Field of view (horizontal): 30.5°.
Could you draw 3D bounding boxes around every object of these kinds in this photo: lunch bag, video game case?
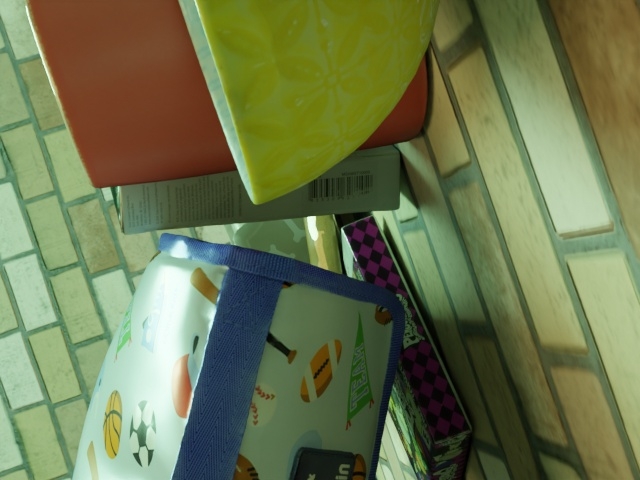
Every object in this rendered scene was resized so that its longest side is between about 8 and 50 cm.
[{"bbox_3d":[-0.075,0.169,0.933,0.385,0.239,0.328,125,159,-85],"label":"lunch bag"},{"bbox_3d":[0.081,0.122,1.147,0.210,0.042,0.232,83,166,-63],"label":"video game case"}]

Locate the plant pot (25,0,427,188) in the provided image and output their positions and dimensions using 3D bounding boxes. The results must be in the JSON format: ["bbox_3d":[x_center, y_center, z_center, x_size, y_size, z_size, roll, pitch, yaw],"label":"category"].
[{"bbox_3d":[-0.083,-0.166,0.858,0.275,0.243,0.275,162,90,-82],"label":"plant pot"}]

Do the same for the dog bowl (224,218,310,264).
[{"bbox_3d":[-0.051,0.030,1.537,0.349,0.102,0.349,157,90,-85],"label":"dog bowl"}]

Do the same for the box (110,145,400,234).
[{"bbox_3d":[-0.084,-0.095,1.074,0.322,0.232,0.058,-127,35,-65],"label":"box"}]

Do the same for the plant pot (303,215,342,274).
[{"bbox_3d":[0.000,0.000,1.275,0.236,0.032,0.236,172,90,-89],"label":"plant pot"}]

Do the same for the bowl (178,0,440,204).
[{"bbox_3d":[-0.007,-0.178,0.600,0.289,0.156,0.289,162,90,-86],"label":"bowl"}]
